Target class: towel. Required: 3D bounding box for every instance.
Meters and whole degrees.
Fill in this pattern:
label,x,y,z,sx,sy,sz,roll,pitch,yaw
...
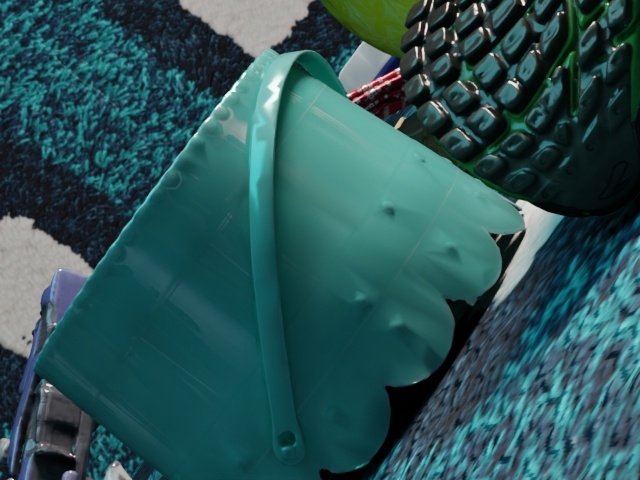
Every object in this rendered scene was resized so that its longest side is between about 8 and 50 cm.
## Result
label,x,y,z,sx,sy,sz,roll,pitch,yaw
towel,0.094,-0.131,1.584,0.275,0.031,0.199,-27,0,-6

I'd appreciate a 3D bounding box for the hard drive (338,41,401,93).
label,x,y,z,sx,sy,sz,roll,pitch,yaw
hard drive,0.171,-0.274,2.041,0.319,0.040,0.210,-35,-10,-39

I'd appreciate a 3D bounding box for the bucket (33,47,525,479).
label,x,y,z,sx,sy,sz,roll,pitch,yaw
bucket,-0.027,0.032,1.169,0.281,0.183,0.281,-54,3,4

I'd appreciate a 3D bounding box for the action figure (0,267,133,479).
label,x,y,z,sx,sy,sz,roll,pitch,yaw
action figure,-0.156,0.207,1.394,0.330,0.178,0.341,145,136,-66

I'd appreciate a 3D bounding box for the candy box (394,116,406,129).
label,x,y,z,sx,sy,sz,roll,pitch,yaw
candy box,0.040,-0.011,1.750,0.186,0.053,0.109,-55,-6,-41

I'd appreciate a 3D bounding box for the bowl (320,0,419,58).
label,x,y,z,sx,sy,sz,roll,pitch,yaw
bowl,0.131,-0.242,1.362,0.289,0.289,0.156,-54,28,5

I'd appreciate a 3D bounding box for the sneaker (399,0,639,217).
label,x,y,z,sx,sy,sz,roll,pitch,yaw
sneaker,0.132,-0.112,1.000,0.134,0.146,0.343,-42,23,23

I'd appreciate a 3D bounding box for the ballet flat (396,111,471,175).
label,x,y,z,sx,sy,sz,roll,pitch,yaw
ballet flat,0.093,-0.077,1.625,0.073,0.067,0.206,-59,3,-16
